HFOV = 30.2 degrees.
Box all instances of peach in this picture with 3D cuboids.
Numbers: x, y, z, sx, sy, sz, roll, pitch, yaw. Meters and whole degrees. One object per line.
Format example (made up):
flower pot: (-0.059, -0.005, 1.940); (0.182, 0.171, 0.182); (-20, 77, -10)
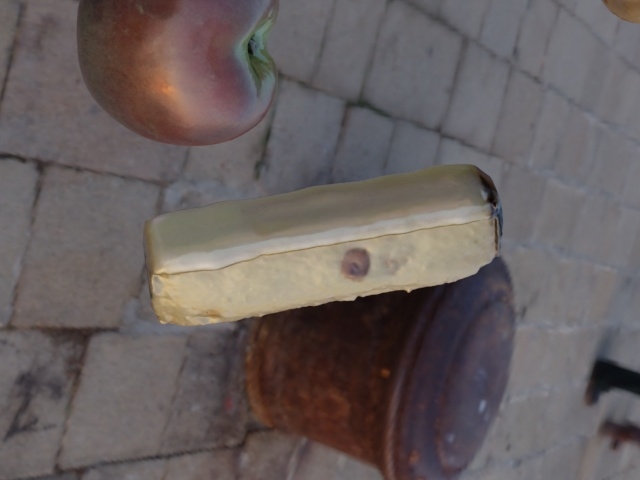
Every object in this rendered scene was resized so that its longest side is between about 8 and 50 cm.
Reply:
peach: (-0.166, -0.233, 1.386); (0.252, 0.252, 0.253); (-37, 135, -48)

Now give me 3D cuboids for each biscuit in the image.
biscuit: (0.000, 0.000, 0.625); (0.056, 0.187, 0.052); (83, -5, -54)

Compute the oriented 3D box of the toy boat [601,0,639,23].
toy boat: (0.172, -0.163, 0.536); (0.061, 0.188, 0.116); (33, 74, -24)
